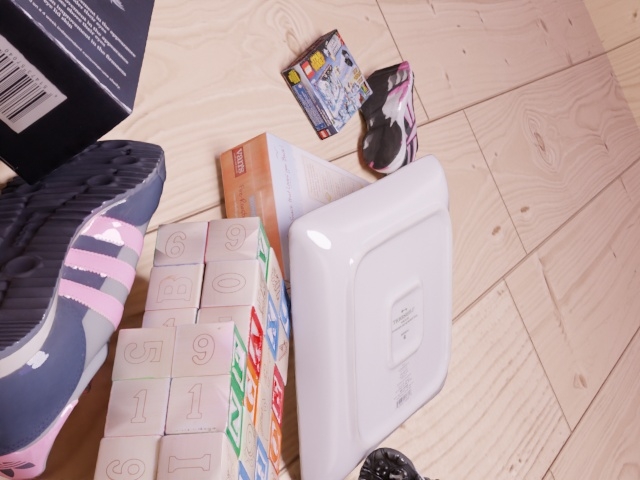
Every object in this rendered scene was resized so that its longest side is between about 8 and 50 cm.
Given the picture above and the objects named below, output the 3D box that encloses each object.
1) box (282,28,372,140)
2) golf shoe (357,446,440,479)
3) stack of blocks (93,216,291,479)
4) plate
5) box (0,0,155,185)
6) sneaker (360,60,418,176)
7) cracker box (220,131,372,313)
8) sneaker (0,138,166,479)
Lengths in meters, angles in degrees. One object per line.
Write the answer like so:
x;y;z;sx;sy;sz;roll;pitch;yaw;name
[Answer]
0.011;-0.189;1.269;0.094;0.027;0.137;60;32;-15;box
0.087;0.263;1.053;0.094;0.077;0.198;-85;156;-55;golf shoe
-0.087;0.126;0.792;0.171;0.087;0.297;75;14;-52;stack of blocks
0.066;0.078;1.034;0.277;0.045;0.278;-28;122;-53;plate
-0.218;-0.172;0.796;0.153;0.108;0.207;46;26;-31;box
0.091;-0.144;1.342;0.077;0.072;0.178;51;41;-46;sneaker
0.000;0.000;1.092;0.232;0.067;0.155;22;54;-52;cracker box
-0.189;0.035;0.775;0.319;0.112;0.131;-67;156;-56;sneaker
